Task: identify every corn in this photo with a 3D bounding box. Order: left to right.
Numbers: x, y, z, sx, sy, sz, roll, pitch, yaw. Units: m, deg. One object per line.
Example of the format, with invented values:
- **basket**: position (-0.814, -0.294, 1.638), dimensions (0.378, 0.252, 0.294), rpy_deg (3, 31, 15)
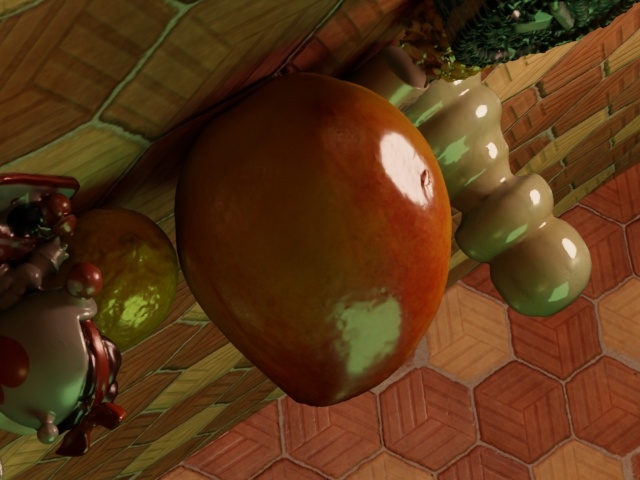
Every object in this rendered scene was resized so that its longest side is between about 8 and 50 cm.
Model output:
- **corn**: position (0.224, -0.274, 1.559), dimensions (0.305, 0.106, 0.106), rpy_deg (-33, 168, -16)

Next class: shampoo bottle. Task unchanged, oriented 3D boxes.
- **shampoo bottle**: position (0.012, -0.114, 1.638), dimensions (0.257, 0.078, 0.127), rpy_deg (-44, 174, 27)

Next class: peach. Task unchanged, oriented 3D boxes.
- **peach**: position (0.004, -0.002, 1.463), dimensions (0.289, 0.308, 0.289), rpy_deg (-23, 157, -10)

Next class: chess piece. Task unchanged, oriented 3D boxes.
- **chess piece**: position (0.214, -0.054, 1.794), dimensions (0.182, 0.330, 0.182), rpy_deg (-37, 179, -1)

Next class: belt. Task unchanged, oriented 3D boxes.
- **belt**: position (0.186, -0.273, 1.330), dimensions (0.206, 0.160, 0.295), rpy_deg (-21, 172, 19)

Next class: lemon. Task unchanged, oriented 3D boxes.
- **lemon**: position (-0.220, 0.043, 1.433), dimensions (0.142, 0.142, 0.187), rpy_deg (-24, 175, -46)

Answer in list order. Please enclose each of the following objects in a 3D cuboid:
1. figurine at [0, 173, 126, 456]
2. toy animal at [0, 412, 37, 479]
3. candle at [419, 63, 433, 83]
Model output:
- **figurine**: position (-0.253, 0.085, 1.287), dimensions (0.183, 0.226, 0.160), rpy_deg (-39, 167, 16)
- **toy animal**: position (-0.403, 0.201, 1.521), dimensions (0.282, 0.138, 0.140), rpy_deg (-37, 138, -16)
- **candle**: position (0.099, -0.194, 1.688), dimensions (0.162, 0.053, 0.048), rpy_deg (-38, -147, 37)
